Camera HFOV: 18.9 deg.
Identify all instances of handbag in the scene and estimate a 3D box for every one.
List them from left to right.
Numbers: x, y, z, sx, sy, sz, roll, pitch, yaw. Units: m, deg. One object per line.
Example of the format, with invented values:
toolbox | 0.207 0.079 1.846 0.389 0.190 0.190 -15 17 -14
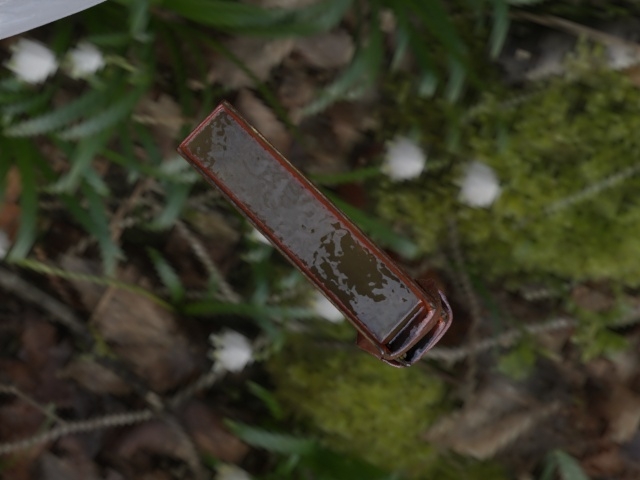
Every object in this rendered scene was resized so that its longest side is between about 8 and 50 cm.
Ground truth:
handbag | 0.000 0.000 1.230 0.063 0.190 0.127 -46 169 1

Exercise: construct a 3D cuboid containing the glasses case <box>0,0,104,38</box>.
glasses case | -0.216 -0.208 1.435 0.233 0.059 0.092 -27 129 -33
